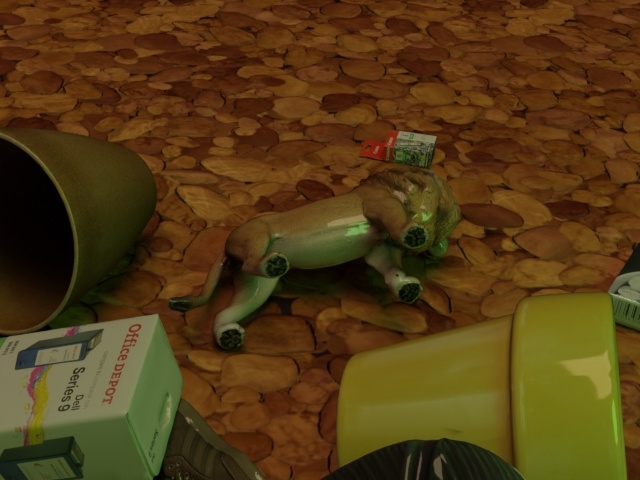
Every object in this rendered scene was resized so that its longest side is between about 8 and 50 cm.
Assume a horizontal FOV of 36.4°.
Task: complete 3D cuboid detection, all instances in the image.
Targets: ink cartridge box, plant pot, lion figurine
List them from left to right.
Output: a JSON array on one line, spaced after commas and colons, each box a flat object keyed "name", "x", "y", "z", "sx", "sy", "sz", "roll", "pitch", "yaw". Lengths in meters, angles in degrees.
[{"name": "ink cartridge box", "x": -0.253, "y": 0.161, "z": 0.931, "sx": 0.212, "sy": 0.093, "sz": 0.154, "roll": -7, "pitch": 31, "yaw": 8}, {"name": "plant pot", "x": -0.316, "y": -0.036, "z": 1.187, "sx": 0.237, "sy": 0.237, "sz": 0.254, "roll": 17, "pitch": 20, "yaw": 20}, {"name": "lion figurine", "x": 0.000, "y": 0.000, "z": 1.215, "sx": 0.392, "sy": 0.142, "sz": 0.240, "roll": -7, "pitch": 27, "yaw": -9}, {"name": "ink cartridge box", "x": 0.125, "y": -0.151, "z": 1.558, "sx": 0.115, "sy": 0.029, "sz": 0.063, "roll": 10, "pitch": 34, "yaw": 10}, {"name": "plant pot", "x": 0.149, "y": 0.178, "z": 0.873, "sx": 0.239, "sy": 0.254, "sz": 0.254, "roll": -5, "pitch": 30, "yaw": 16}, {"name": "ink cartridge box", "x": 0.490, "y": 0.068, "z": 1.241, "sx": 0.206, "sy": 0.045, "sz": 0.208, "roll": 20, "pitch": 35, "yaw": 24}]

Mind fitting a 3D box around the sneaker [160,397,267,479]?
[{"name": "sneaker", "x": -0.111, "y": 0.226, "z": 0.931, "sx": 0.071, "sy": 0.066, "sz": 0.188, "roll": -35, "pitch": 42, "yaw": -22}]

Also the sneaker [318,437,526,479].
[{"name": "sneaker", "x": -0.030, "y": 0.290, "z": 0.571, "sx": 0.447, "sy": 0.257, "sz": 0.169, "roll": -27, "pitch": 44, "yaw": 18}]
